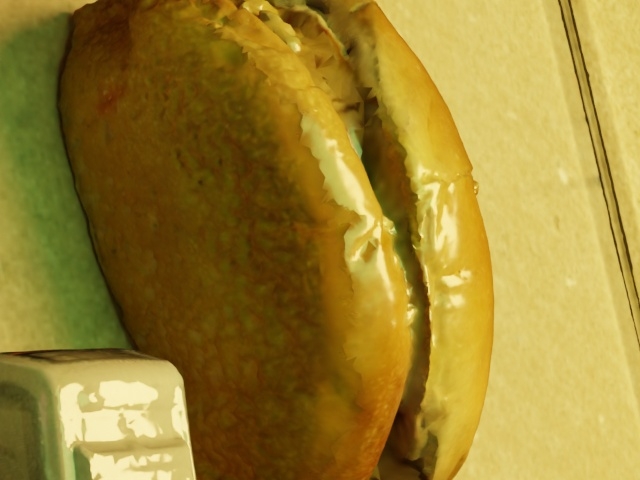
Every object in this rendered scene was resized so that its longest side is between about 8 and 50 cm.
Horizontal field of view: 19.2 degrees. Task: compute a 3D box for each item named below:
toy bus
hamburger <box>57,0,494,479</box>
[{"bbox_3d":[-0.093,0.171,0.740,0.092,0.106,0.268,2,77,-45],"label":"toy bus"},{"bbox_3d":[0.000,0.000,0.846,0.144,0.156,0.283,-17,88,-46],"label":"hamburger"}]
